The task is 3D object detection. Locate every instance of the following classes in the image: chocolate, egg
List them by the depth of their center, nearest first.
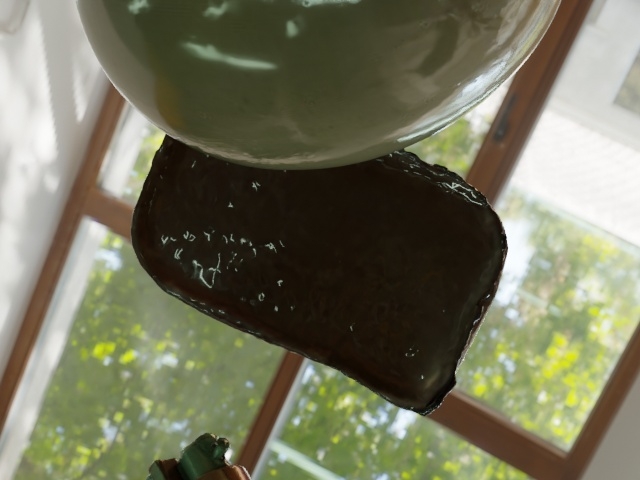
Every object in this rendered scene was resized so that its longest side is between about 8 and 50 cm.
[{"bbox_3d":[-0.003,-0.126,0.536,0.254,0.188,0.189,4,179,42],"label":"egg"},{"bbox_3d":[0.001,0.001,0.809,0.261,0.161,0.083,27,-179,15],"label":"chocolate"}]

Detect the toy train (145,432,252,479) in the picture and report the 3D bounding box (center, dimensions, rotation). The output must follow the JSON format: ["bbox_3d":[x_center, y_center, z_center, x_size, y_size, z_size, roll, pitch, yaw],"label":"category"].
[{"bbox_3d":[-0.068,0.221,0.849,0.074,0.118,0.176,16,-147,-49],"label":"toy train"}]
